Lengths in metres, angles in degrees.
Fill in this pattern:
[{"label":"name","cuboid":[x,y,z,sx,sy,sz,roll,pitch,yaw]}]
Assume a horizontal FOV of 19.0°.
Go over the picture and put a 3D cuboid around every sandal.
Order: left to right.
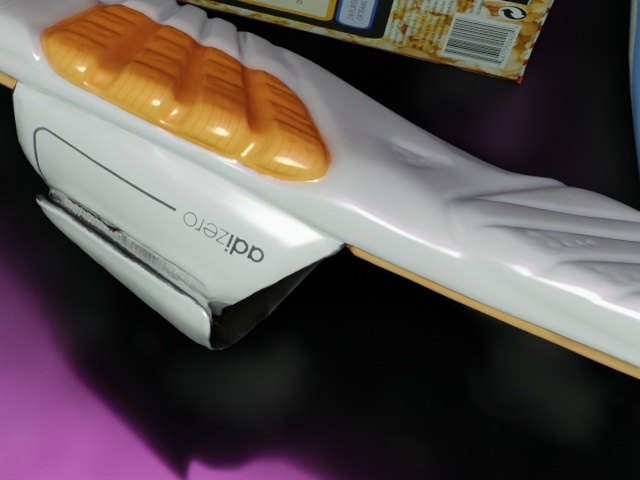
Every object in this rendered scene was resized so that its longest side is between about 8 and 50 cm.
[{"label":"sandal","cuboid":[-0.003,0.002,0.509,0.265,0.102,0.076,27,109,17]}]

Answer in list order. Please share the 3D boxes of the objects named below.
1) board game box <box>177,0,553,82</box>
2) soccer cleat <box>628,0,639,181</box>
[{"label":"board game box","cuboid":[-0.019,-0.116,0.533,0.193,0.147,0.045,13,66,-2]},{"label":"soccer cleat","cuboid":[0.142,-0.138,0.564,0.116,0.143,0.331,-1,67,-7]}]
